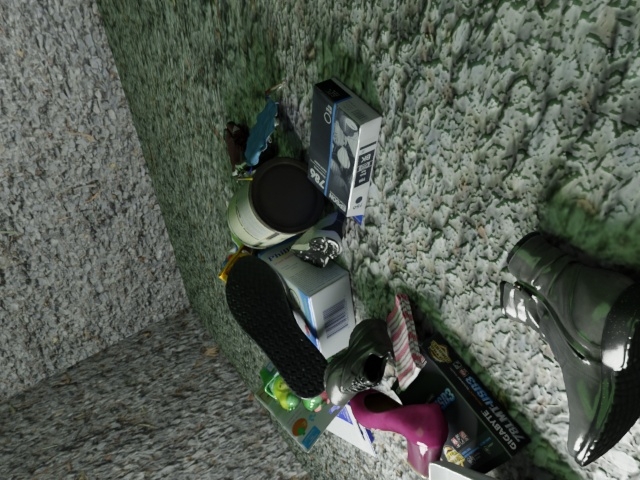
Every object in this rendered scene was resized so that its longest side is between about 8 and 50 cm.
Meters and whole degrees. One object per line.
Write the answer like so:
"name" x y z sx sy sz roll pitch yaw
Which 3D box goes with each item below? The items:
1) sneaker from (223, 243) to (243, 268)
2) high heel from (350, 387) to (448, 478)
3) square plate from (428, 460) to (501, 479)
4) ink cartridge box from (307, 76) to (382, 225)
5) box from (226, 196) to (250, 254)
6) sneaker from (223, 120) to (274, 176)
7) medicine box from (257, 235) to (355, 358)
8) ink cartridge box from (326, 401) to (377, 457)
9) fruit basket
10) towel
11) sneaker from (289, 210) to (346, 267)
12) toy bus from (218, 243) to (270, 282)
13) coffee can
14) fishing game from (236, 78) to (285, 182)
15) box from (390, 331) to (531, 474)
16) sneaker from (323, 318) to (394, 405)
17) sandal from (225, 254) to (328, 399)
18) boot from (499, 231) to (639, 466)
"sneaker" -0.301 0.120 1.983 0.323 0.130 0.237 -140 46 -69
"high heel" 0.187 0.404 1.280 0.377 0.127 0.182 23 115 58
"square plate" 0.409 0.625 1.119 0.347 0.049 0.344 12 131 26
"ink cartridge box" 0.043 -0.178 1.157 0.165 0.065 0.333 47 152 30
"box" -0.252 -0.060 1.805 0.114 0.103 0.203 46 150 33
"sneaker" -0.238 -0.291 1.551 0.281 0.106 0.163 -6 106 65
"medicine box" -0.039 0.170 1.564 0.289 0.149 0.264 33 142 46
"ink cartridge box" 0.070 0.571 1.693 0.370 0.069 0.176 -3 111 63
"fruit basket" -0.035 0.440 1.631 0.165 0.327 0.353 48 167 -28
"towel" 0.193 0.241 1.217 0.144 0.029 0.197 99 168 -53
"sneaker" 0.000 0.000 1.380 0.100 0.108 0.271 30 156 -14
"toy bus" -0.237 0.082 1.740 0.211 0.220 0.149 30 170 42
"coffee can" -0.134 -0.094 1.420 0.202 0.201 0.275 64 156 -2
"fishing game" -0.143 -0.272 1.303 0.189 0.041 0.264 4 76 65
"box" 0.308 0.404 1.213 0.293 0.073 0.296 51 152 24
"sneaker" 0.095 0.336 1.310 0.286 0.108 0.130 -66 27 28
"sandal" -0.131 0.251 1.468 0.446 0.167 0.107 58 172 10
"boot" 0.383 0.164 0.799 0.222 0.118 0.339 36 133 50
